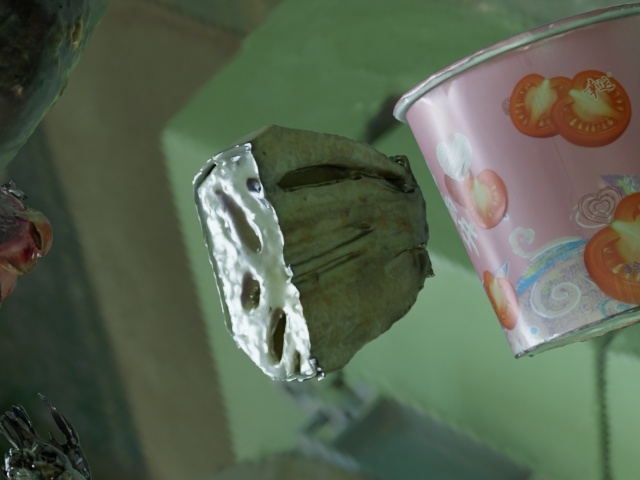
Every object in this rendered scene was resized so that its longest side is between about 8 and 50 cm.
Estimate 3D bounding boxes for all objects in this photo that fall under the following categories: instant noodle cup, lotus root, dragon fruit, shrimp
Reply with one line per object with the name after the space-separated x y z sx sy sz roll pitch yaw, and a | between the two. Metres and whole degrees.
0.207 -0.041 1.597 0.243 0.243 0.231 -33 74 59 | instant noodle cup
-0.002 0.002 1.131 0.070 0.144 0.143 -9 93 42 | lotus root
-0.209 0.007 1.053 0.112 0.126 0.068 40 125 35 | dragon fruit
-0.188 0.165 1.405 0.152 0.046 0.219 53 175 30 | shrimp

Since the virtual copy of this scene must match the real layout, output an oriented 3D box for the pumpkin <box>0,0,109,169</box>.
-0.404 -0.230 1.935 0.344 0.454 0.454 32 153 -17 | pumpkin
